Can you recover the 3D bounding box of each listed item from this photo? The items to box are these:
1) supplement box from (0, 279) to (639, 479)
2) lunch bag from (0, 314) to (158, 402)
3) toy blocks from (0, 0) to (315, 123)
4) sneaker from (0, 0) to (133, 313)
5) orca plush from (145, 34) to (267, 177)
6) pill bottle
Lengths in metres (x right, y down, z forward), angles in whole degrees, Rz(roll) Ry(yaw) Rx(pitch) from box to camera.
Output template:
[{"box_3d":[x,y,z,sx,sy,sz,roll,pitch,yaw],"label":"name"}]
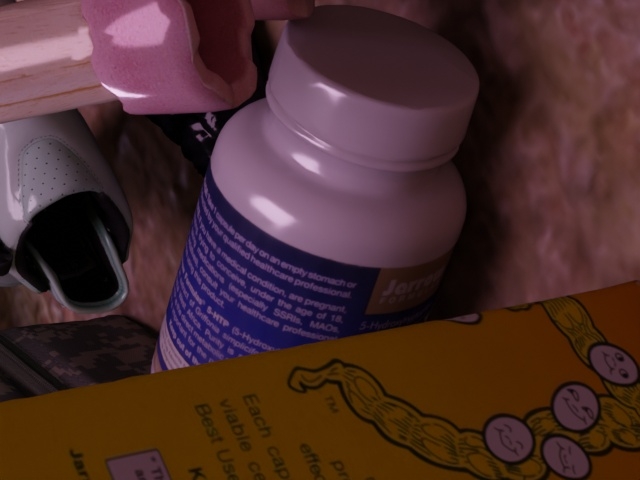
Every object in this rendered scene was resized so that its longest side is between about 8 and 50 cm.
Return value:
[{"box_3d":[-0.020,0.162,0.645,0.194,0.357,0.195,-47,60,46],"label":"supplement box"},{"box_3d":[-0.187,0.199,0.961,0.212,0.256,0.305,33,122,45],"label":"lunch bag"},{"box_3d":[-0.023,-0.225,0.707,0.260,0.309,0.288,-10,108,19],"label":"toy blocks"},{"box_3d":[-0.156,-0.002,0.966,0.151,0.094,0.256,60,164,23],"label":"sneaker"},{"box_3d":[-0.108,-0.110,0.922,0.151,0.102,0.287,-29,74,52],"label":"orca plush"},{"box_3d":[0.000,0.000,0.792,0.112,0.112,0.186,47,132,37],"label":"pill bottle"}]
